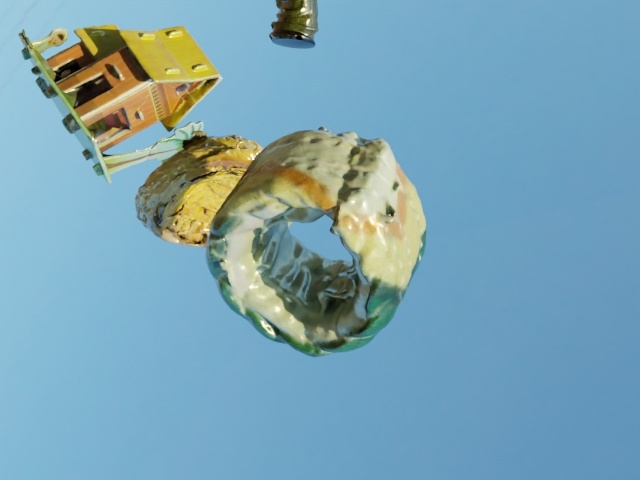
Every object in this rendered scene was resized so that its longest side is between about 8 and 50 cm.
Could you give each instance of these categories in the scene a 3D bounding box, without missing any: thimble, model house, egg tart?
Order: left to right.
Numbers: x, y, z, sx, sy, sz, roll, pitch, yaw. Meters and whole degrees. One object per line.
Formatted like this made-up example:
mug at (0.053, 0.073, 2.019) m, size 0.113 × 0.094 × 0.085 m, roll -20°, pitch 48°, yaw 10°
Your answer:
model house at (-0.394, -0.313, 1.936) m, size 0.324 × 0.340 × 0.300 m, roll -32°, pitch -108°, yaw -13°
egg tart at (-0.154, -0.091, 1.458) m, size 0.291 × 0.291 × 0.107 m, roll -24°, pitch -122°, yaw 21°
thimble at (0.000, 0.000, 1.146) m, size 0.288 × 0.254 × 0.167 m, roll -58°, pitch -177°, yaw 45°

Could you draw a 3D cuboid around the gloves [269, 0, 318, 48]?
gloves at (-0.038, -0.414, 1.339) m, size 0.107 × 0.268 × 0.135 m, roll -9°, pitch -176°, yaw -18°
